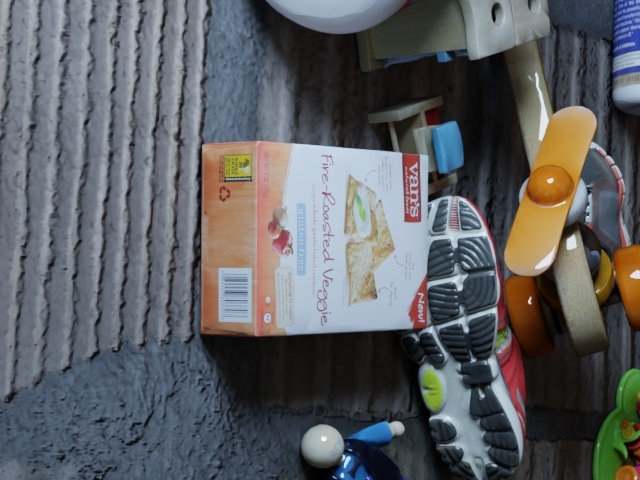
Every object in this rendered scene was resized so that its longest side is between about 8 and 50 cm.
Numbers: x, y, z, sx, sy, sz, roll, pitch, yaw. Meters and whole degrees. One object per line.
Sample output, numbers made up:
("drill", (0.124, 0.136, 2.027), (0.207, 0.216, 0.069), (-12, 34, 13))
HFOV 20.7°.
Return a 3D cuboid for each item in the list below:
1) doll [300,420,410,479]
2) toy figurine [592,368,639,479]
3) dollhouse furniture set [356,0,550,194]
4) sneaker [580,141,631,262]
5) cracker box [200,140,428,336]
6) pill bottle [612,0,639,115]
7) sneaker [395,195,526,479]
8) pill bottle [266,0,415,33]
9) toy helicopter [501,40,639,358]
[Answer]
("doll", (0.045, 0.216, 1.538), (0.189, 0.046, 0.129), (43, 67, -34))
("toy figurine", (0.396, 0.224, 1.883), (0.130, 0.159, 0.173), (31, 65, -47))
("dollhouse furniture set", (0.128, -0.141, 1.581), (0.129, 0.129, 0.184), (-23, 106, -49))
("sneaker", (0.280, -0.030, 1.826), (0.065, 0.061, 0.158), (-39, 119, -37))
("cracker box", (0.000, 0.000, 1.470), (0.232, 0.067, 0.156), (0, 90, -52))
("pill bottle", (0.393, -0.271, 1.895), (0.153, 0.153, 0.265), (6, 84, -51))
("sneaker", (0.134, 0.086, 1.634), (0.118, 0.107, 0.279), (-45, 128, -64))
("pill bottle", (0.078, -0.307, 1.482), (0.323, 0.181, 0.181), (-37, 118, -46))
("toy helicopter", (0.213, -0.065, 1.666), (0.235, 0.140, 0.355), (31, 45, -73))
